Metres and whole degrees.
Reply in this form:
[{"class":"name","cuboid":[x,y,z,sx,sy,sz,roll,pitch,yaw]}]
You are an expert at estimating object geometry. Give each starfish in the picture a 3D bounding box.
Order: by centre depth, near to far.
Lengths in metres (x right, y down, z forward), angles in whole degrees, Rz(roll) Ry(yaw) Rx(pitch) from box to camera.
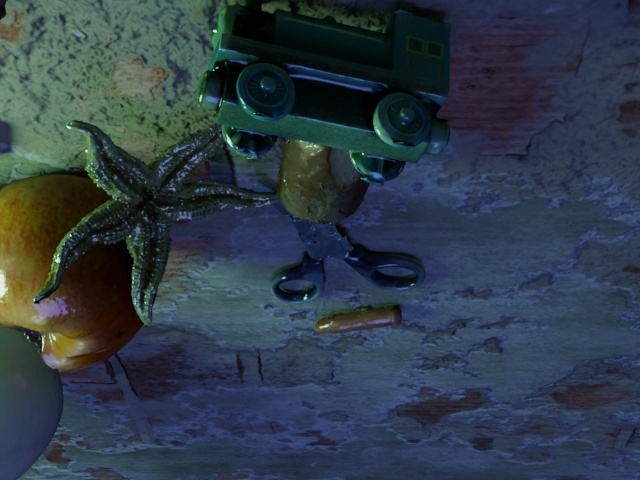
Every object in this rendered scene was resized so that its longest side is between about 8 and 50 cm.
[{"class":"starfish","cuboid":[-0.211,-0.042,1.716,0.358,0.078,0.347,2,116,-39]}]

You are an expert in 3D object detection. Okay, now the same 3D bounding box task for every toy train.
[{"class":"toy train","cuboid":[0.009,-0.187,1.506,0.298,0.194,0.120,10,155,-13]}]

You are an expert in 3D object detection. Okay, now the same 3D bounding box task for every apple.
[{"class":"apple","cuboid":[-0.326,0.040,1.818,0.163,0.251,0.293,-11,148,32]}]

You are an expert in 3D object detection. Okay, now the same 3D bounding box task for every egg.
[{"class":"egg","cuboid":[-0.593,0.265,2.139,0.340,0.354,0.354,1,158,-47]}]

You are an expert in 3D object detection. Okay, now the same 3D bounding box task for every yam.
[{"class":"yam","cuboid":[0.012,-0.122,1.671,0.129,0.128,0.238,19,146,0]}]

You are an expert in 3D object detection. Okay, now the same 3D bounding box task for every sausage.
[{"class":"sausage","cuboid":[0.062,0.138,2.205,0.158,0.036,0.042,-11,136,18]}]

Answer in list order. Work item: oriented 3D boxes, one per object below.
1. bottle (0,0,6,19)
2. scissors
[{"class":"bottle","cuboid":[-0.464,-0.261,1.442,0.253,0.120,0.120,-17,146,23]},{"class":"scissors","cuboid":[0.000,0.000,1.973,0.256,0.029,0.383,-9,151,15]}]
